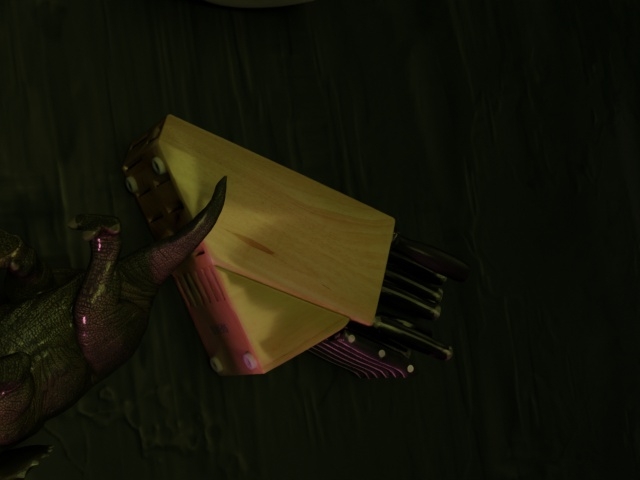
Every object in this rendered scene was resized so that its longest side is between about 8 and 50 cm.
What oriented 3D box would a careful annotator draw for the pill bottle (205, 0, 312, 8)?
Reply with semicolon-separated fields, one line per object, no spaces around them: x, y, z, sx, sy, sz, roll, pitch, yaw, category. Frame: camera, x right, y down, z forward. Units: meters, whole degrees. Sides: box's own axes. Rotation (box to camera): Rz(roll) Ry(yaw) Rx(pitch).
-0.053;-0.369;0.722;0.176;0.176;0.319;0;81;-31;pill bottle

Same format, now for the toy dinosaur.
-0.182;0.065;0.594;0.121;0.160;0.313;26;62;16;toy dinosaur

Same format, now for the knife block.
0.000;0.000;0.744;0.242;0.088;0.276;-28;96;-32;knife block
